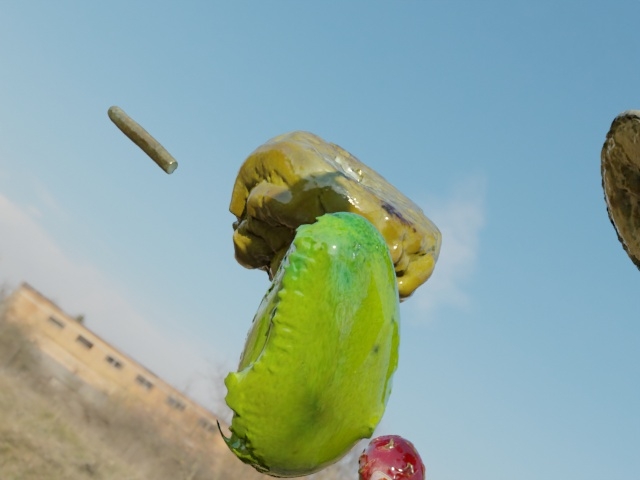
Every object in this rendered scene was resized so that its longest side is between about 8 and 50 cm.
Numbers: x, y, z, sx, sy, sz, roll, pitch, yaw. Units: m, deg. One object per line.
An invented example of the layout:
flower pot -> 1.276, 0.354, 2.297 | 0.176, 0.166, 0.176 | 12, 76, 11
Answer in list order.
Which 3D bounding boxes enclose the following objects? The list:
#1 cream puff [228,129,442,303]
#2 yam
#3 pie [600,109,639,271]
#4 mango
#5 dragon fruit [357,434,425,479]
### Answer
cream puff -> 0.001, 0.001, 1.473 | 0.324, 0.257, 0.291 | 38, 18, 6
yam -> -0.199, -0.114, 1.085 | 0.116, 0.021, 0.021 | 43, -12, 24
pie -> 0.452, -0.050, 1.315 | 0.274, 0.055, 0.274 | 162, -90, -86
mango -> 0.001, 0.068, 0.612 | 0.100, 0.178, 0.119 | 17, 16, 5
dragon fruit -> 0.095, 0.340, 1.270 | 0.094, 0.190, 0.094 | -1, -31, 0
